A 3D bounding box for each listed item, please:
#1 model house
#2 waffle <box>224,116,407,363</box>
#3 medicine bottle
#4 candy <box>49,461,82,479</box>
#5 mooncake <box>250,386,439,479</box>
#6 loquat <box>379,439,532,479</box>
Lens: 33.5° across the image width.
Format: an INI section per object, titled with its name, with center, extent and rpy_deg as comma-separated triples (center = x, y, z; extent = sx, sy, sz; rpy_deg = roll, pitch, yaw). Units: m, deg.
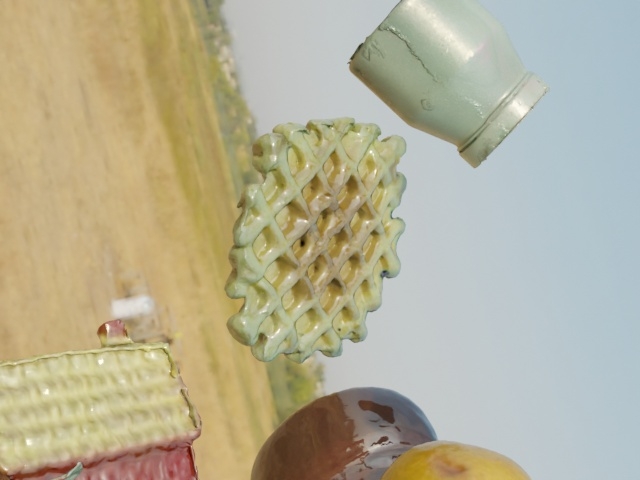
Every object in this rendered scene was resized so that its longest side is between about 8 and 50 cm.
[model house]
center = -0.217, 0.200, 0.935
extent = 0.160, 0.196, 0.253
rpy_deg = -24, -108, 53
[waffle]
center = 0.000, 0.000, 1.240
extent = 0.309, 0.056, 0.291
rpy_deg = -5, 106, -53
[medicine bottle]
center = 0.230, -0.291, 1.852
extent = 0.290, 0.245, 0.245
rpy_deg = 44, -3, 1
[candy]
center = -0.285, 0.254, 0.761
extent = 0.059, 0.292, 0.086
rpy_deg = 53, 1, -4
[mooncake]
center = 0.046, 0.414, 1.802
extent = 0.174, 0.326, 0.333
rpy_deg = -117, -165, -52
[loquat]
center = 0.149, 0.324, 1.182
extent = 0.208, 0.208, 0.208
rpy_deg = 166, -90, -88
